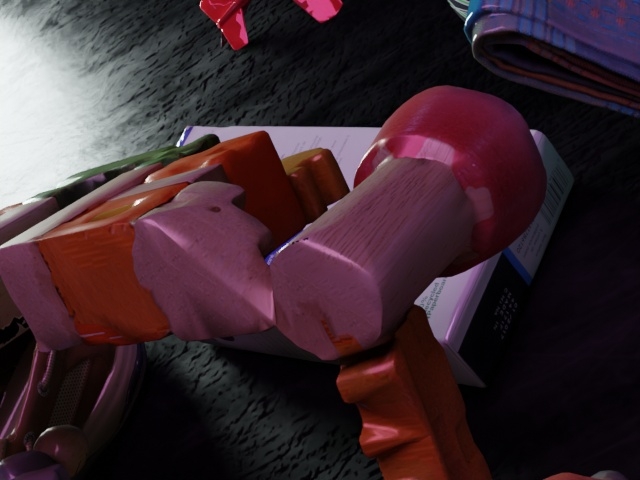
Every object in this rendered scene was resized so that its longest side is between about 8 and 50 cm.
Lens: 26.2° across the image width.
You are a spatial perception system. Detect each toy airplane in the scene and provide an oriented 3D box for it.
[{"bbox_3d":[-0.051,-0.229,1.197,0.151,0.028,0.151,-3,85,34],"label":"toy airplane"}]

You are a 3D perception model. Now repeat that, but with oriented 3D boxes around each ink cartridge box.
[{"bbox_3d":[0.000,0.000,0.966,0.332,0.065,0.165,7,61,41],"label":"ink cartridge box"}]

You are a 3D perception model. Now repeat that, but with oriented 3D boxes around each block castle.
[{"bbox_3d":[-0.070,0.106,0.745,0.453,0.303,0.213,-12,17,33],"label":"block castle"}]

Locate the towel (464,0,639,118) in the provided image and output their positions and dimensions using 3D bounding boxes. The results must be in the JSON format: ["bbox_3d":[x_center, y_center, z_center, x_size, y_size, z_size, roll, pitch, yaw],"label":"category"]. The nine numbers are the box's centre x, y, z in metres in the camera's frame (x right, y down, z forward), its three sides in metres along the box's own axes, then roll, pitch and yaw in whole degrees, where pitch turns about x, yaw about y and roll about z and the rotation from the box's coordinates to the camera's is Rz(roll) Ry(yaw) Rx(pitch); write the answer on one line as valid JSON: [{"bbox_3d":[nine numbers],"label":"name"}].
[{"bbox_3d":[0.239,-0.214,0.835,0.040,0.271,0.370,115,172,-58],"label":"towel"}]

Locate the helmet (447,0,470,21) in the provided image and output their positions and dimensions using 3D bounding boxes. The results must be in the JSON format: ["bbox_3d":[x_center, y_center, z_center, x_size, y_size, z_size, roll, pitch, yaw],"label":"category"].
[{"bbox_3d":[0.161,-0.202,0.928,0.161,0.169,0.169,-34,38,-13],"label":"helmet"}]

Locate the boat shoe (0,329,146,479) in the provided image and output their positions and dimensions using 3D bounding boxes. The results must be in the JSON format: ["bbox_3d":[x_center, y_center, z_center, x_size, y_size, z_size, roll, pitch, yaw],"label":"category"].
[{"bbox_3d":[-0.242,0.173,0.975,0.122,0.120,0.324,-4,54,38],"label":"boat shoe"}]
